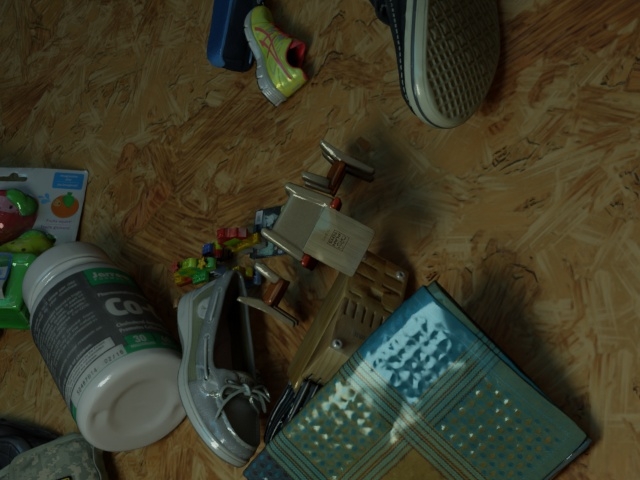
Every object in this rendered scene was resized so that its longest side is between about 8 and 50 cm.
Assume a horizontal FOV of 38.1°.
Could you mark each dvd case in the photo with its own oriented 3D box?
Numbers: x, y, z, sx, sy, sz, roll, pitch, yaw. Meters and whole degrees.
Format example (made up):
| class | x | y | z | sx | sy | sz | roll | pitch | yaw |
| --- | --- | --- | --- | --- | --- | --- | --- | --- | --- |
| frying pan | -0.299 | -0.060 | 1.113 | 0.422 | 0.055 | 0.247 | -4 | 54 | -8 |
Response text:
| class | x | y | z | sx | sy | sz | roll | pitch | yaw |
| --- | --- | --- | --- | --- | --- | --- | --- | --- | --- |
| dvd case | -0.065 | -0.016 | 1.518 | 0.119 | 0.013 | 0.087 | -9 | 67 | 38 |

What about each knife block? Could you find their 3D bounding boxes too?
| class | x | y | z | sx | sy | sz | roll | pitch | yaw |
| --- | --- | --- | --- | --- | --- | --- | --- | --- | --- |
| knife block | 0.011 | 0.174 | 1.308 | 0.242 | 0.088 | 0.276 | -51 | 16 | 46 |

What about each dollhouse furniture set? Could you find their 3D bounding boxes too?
| class | x | y | z | sx | sy | sz | roll | pitch | yaw |
| --- | --- | --- | --- | --- | --- | --- | --- | --- | --- |
| dollhouse furniture set | 0.000 | 0.000 | 1.321 | 0.135 | 0.259 | 0.262 | 27 | 87 | 4 |

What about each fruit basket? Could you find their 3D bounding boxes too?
| class | x | y | z | sx | sy | sz | roll | pitch | yaw |
| --- | --- | --- | --- | --- | --- | --- | --- | --- | --- |
| fruit basket | -0.654 | -0.004 | 1.853 | 0.326 | 0.165 | 0.353 | 3 | 67 | 0 |

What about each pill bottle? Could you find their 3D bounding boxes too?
| class | x | y | z | sx | sy | sz | roll | pitch | yaw |
| --- | --- | --- | --- | --- | --- | --- | --- | --- | --- |
| pill bottle | -0.371 | 0.167 | 1.574 | 0.204 | 0.204 | 0.361 | -53 | 48 | 10 |

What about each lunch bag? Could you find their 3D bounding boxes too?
| class | x | y | z | sx | sy | sz | roll | pitch | yaw |
| --- | --- | --- | --- | --- | --- | --- | --- | --- | --- |
| lunch bag | -0.462 | 0.484 | 1.548 | 0.287 | 0.169 | 0.235 | -40 | 47 | 12 |

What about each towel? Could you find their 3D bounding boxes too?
| class | x | y | z | sx | sy | sz | roll | pitch | yaw |
| --- | --- | --- | --- | --- | --- | --- | --- | --- | --- |
| towel | 0.107 | 0.266 | 1.152 | 0.271 | 0.040 | 0.370 | 46 | 107 | 12 |

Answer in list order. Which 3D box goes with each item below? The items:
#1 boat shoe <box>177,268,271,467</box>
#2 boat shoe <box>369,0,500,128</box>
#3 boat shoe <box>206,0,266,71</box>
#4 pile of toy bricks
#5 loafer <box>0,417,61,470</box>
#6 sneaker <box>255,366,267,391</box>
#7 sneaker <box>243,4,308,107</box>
| class | x | y | z | sx | sy | sz | roll | pitch | yaw |
| --- | --- | --- | --- | --- | --- | --- | --- | --- | --- |
| boat shoe | -0.139 | 0.182 | 1.373 | 0.103 | 0.118 | 0.320 | -37 | 41 | 21 |
| boat shoe | 0.152 | -0.364 | 1.369 | 0.156 | 0.186 | 0.501 | -24 | 52 | 38 |
| boat shoe | -0.146 | -0.436 | 1.721 | 0.109 | 0.089 | 0.258 | 9 | 83 | 56 |
| pile of toy bricks | -0.195 | 0.051 | 1.527 | 0.212 | 0.105 | 0.118 | -22 | 58 | 39 |
| loafer | -0.599 | 0.394 | 1.772 | 0.302 | 0.095 | 0.109 | -2 | 101 | 45 |
| sneaker | -0.131 | 0.261 | 1.432 | 0.058 | 0.052 | 0.135 | 40 | 100 | 39 |
| sneaker | -0.069 | -0.335 | 1.621 | 0.094 | 0.081 | 0.209 | -27 | 62 | 21 |
